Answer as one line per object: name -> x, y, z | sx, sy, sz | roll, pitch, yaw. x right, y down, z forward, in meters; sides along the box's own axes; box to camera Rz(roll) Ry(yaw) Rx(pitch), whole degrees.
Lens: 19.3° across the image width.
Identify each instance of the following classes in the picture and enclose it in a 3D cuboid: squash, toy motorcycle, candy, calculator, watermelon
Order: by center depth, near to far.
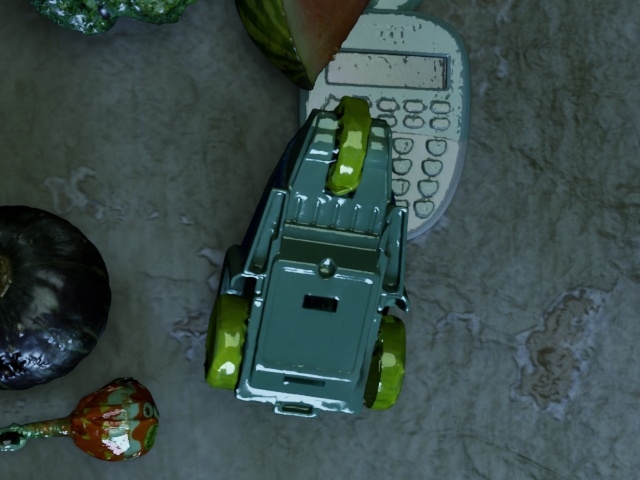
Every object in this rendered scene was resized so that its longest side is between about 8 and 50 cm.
squash -> -0.300, 0.055, 1.845 | 0.193, 0.156, 0.193 | -7, 77, 33
toy motorcycle -> 0.000, 0.000, 1.867 | 0.191, 0.200, 0.326 | 9, 109, -8
candy -> -0.304, 0.188, 1.885 | 0.288, 0.078, 0.084 | -5, 88, -2
watermelon -> -0.026, -0.316, 1.947 | 0.159, 0.128, 0.303 | 47, 56, -39
calculator -> 0.067, -0.144, 1.986 | 0.184, 0.042, 0.295 | 3, 86, -9

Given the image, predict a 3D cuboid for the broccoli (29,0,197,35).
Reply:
broccoli -> -0.204, -0.356, 1.857 | 0.308, 0.275, 0.307 | 16, 62, -32
